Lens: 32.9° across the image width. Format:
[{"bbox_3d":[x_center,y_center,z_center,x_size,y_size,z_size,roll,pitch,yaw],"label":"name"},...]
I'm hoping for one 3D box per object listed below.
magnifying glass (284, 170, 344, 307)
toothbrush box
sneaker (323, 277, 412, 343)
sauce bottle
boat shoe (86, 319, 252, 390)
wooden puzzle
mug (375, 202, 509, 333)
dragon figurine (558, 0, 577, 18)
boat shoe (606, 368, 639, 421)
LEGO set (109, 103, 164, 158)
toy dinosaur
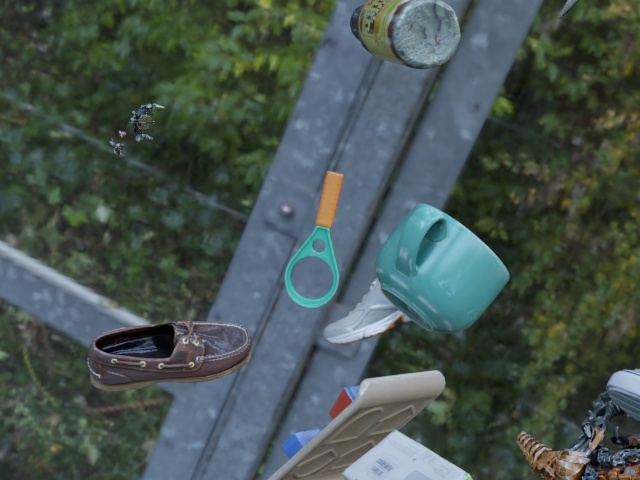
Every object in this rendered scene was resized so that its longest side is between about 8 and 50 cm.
[{"bbox_3d":[0.000,0.000,1.800,0.092,0.231,0.026,14,8,7],"label":"magnifying glass"},{"bbox_3d":[0.182,0.465,1.696,0.206,0.122,0.283,21,-36,58],"label":"toothbrush box"},{"bbox_3d":[0.119,0.123,2.170,0.099,0.262,0.121,2,66,-76],"label":"sneaker"},{"bbox_3d":[0.119,-0.337,1.728,0.111,0.111,0.344,18,8,-17],"label":"sauce bottle"},{"bbox_3d":[-0.181,0.133,1.327,0.206,0.073,0.073,-10,45,-21],"label":"boat shoe"},{"bbox_3d":[0.059,0.383,2.202,0.322,0.348,0.080,3,42,-55],"label":"wooden puzzle"},{"bbox_3d":[0.114,0.030,1.161,0.158,0.097,0.129,43,-8,-24],"label":"mug"},{"bbox_3d":[0.414,-0.397,1.460,0.144,0.289,0.085,34,-27,-31],"label":"dragon figurine"},{"bbox_3d":[0.541,0.231,1.477,0.302,0.094,0.109,19,-26,39],"label":"boat shoe"},{"bbox_3d":[-0.227,-0.139,1.321,0.083,0.054,0.023,-35,54,-29],"label":"LEGO set"},{"bbox_3d":[0.429,0.341,1.672,0.218,0.164,0.322,-40,48,-24],"label":"toy dinosaur"}]
